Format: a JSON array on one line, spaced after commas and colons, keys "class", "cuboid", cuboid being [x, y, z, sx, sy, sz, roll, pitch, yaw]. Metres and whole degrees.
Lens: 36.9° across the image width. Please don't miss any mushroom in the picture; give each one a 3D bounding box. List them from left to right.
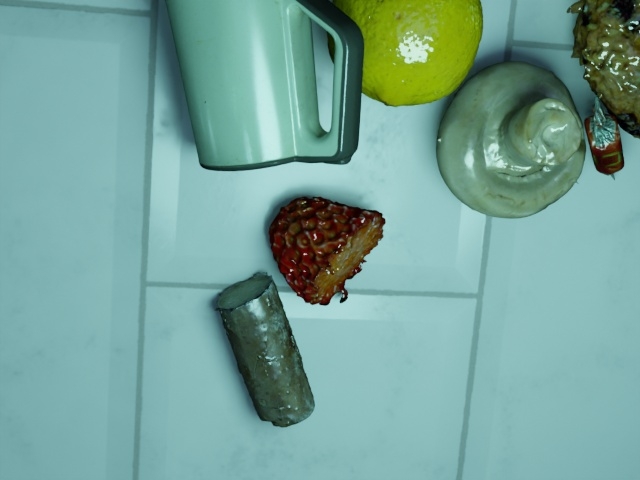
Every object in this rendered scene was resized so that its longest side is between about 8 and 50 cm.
[{"class": "mushroom", "cuboid": [0.367, -0.171, 1.717, 0.292, 0.290, 0.293, -3, 101, -16]}]

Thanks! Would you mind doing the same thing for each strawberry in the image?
[{"class": "strawberry", "cuboid": [0.000, 0.000, 1.785, 0.178, 0.234, 0.234, 39, 95, 17]}]

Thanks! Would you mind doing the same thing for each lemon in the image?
[{"class": "lemon", "cuboid": [0.146, -0.369, 1.657, 0.293, 0.293, 0.293, -2, 103, -8]}]

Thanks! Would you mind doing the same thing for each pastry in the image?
[{"class": "pastry", "cuboid": [0.627, -0.352, 1.725, 0.337, 0.292, 0.405, -11, 113, 4]}]

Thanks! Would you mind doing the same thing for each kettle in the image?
[{"class": "kettle", "cuboid": [-0.083, -0.316, 1.611, 0.361, 0.250, 0.377, 3, 109, 33]}]

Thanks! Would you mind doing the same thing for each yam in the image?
[{"class": "yam", "cuboid": [-0.105, 0.212, 1.821, 0.131, 0.131, 0.280, -19, 105, -4]}]

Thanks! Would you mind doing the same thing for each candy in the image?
[{"class": "candy", "cuboid": [0.528, -0.182, 1.777, 0.059, 0.292, 0.086, -15, 71, 17]}]
